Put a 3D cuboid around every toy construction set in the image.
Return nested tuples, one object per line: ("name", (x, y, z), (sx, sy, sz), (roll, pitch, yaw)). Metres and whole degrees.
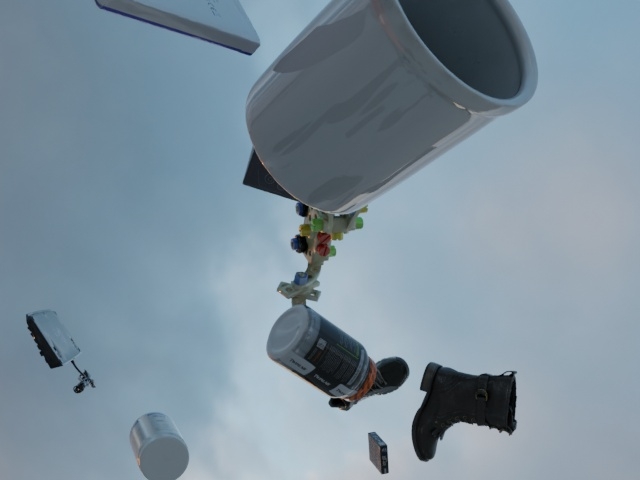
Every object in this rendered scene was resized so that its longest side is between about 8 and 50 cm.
("toy construction set", (0.000, 0.000, 1.914), (0.151, 0.215, 0.327), (8, -62, -29))

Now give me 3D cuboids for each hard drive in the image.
("hard drive", (-0.255, -0.423, 1.335), (0.040, 0.319, 0.210), (-40, -115, 30))

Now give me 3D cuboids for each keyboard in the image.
("keyboard", (-0.530, 0.232, 1.674), (0.201, 0.033, 0.317), (58, -9, -2))

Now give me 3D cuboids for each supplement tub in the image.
("supplement tub", (-0.228, 0.290, 1.148), (0.071, 0.071, 0.107), (51, -10, -19))
("supplement tub", (0.005, 0.208, 1.473), (0.190, 0.117, 0.117), (38, -41, -27))

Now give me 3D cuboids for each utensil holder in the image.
("utensil holder", (0.104, -0.262, 1.355), (0.327, 0.327, 0.385), (44, -45, -12))

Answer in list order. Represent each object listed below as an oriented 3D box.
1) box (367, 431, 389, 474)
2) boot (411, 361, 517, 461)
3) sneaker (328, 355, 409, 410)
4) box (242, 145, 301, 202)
("box", (0.128, 0.473, 1.814), (0.018, 0.083, 0.067), (-7, -81, -15))
("boot", (0.339, 0.412, 1.892), (0.229, 0.091, 0.262), (10, -85, 30))
("sneaker", (0.113, 0.373, 2.036), (0.229, 0.132, 0.086), (-33, -94, 32))
("box", (-0.063, -0.226, 1.733), (0.144, 0.270, 0.165), (17, -58, -8))
